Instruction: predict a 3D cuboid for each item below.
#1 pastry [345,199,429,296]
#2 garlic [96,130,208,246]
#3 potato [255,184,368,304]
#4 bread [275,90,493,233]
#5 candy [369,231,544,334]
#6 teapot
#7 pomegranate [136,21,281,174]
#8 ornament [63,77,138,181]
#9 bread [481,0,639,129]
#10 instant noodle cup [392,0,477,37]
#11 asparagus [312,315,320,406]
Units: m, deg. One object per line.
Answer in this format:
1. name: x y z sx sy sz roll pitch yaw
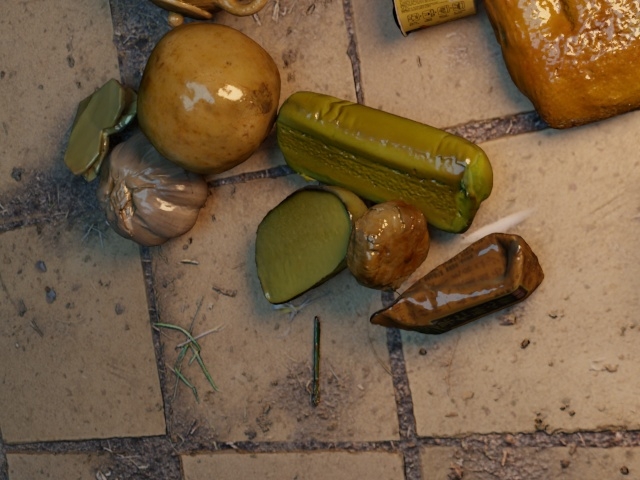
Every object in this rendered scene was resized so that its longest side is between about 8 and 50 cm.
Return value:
1. pastry: 0.105 0.008 1.215 0.081 0.153 0.153 25 105 49
2. garlic: -0.327 -0.096 1.480 0.228 0.152 0.228 -2 85 28
3. potato: 0.000 0.000 1.340 0.272 0.111 0.160 -38 65 45
4. bread: 0.102 -0.140 1.284 0.383 0.112 0.166 22 141 25
5. candy: 0.216 0.083 1.239 0.271 0.143 0.101 -30 56 21
6. teapot: -0.225 -0.451 1.377 0.311 0.203 0.167 19 100 19
7. pomegranate: -0.190 -0.242 1.354 0.260 0.260 0.260 2 94 26
8. ornament: -0.449 -0.233 1.570 0.201 0.059 0.180 -55 48 8
9. bread: 0.402 -0.346 1.109 0.337 0.148 0.328 -19 85 26
10. instant noodle cup: 0.178 -0.398 1.225 0.122 0.151 0.151 -2 92 16
11. asparagus: -0.007 0.218 1.419 0.013 0.016 0.166 1 92 12
